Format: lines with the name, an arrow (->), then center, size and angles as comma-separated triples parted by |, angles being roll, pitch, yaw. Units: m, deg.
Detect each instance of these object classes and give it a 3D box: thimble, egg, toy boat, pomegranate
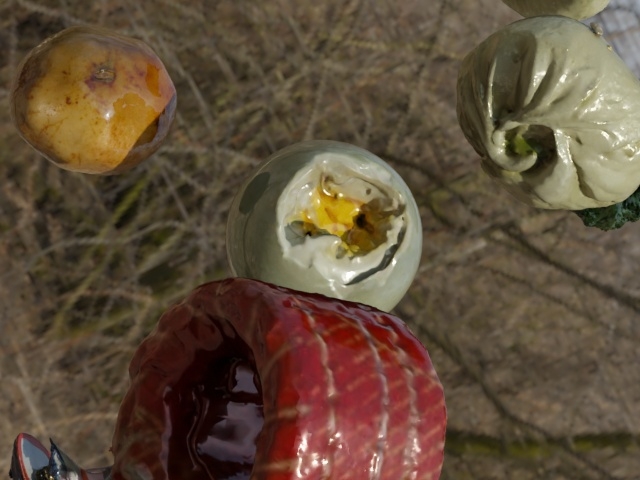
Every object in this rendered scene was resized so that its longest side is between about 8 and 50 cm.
thimble -> -0.052, 0.214, 1.374 | 0.230, 0.350, 0.350 | 14, 41, -38
egg -> 0.000, 0.000, 1.790 | 0.278, 0.278, 0.336 | 64, -15, 2
toy boat -> -0.397, 0.429, 2.096 | 0.072, 0.318, 0.219 | -41, 128, -44
pomegranate -> -0.340, -0.208, 1.874 | 0.248, 0.248, 0.248 | 62, 7, -14

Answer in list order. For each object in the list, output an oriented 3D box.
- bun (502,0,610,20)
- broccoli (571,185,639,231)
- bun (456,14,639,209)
bun -> 0.379, -0.526, 1.984 | 0.349, 0.227, 0.352 | 60, -21, 2
broccoli -> 0.525, -0.155, 2.256 | 0.245, 0.294, 0.265 | 103, 3, -77
bun -> 0.261, -0.141, 1.491 | 0.259, 0.160, 0.259 | 34, -33, 26
